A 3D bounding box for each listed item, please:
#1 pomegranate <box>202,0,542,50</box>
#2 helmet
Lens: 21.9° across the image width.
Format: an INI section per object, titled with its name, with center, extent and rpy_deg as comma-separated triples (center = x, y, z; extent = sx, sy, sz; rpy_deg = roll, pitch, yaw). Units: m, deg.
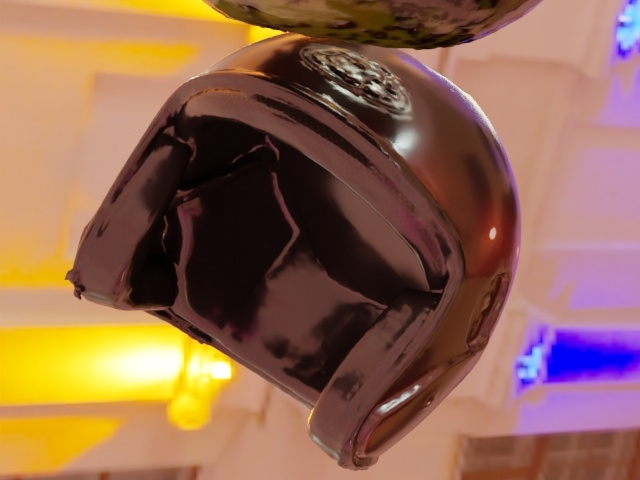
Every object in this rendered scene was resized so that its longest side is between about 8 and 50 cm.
[pomegranate]
center = 0.003, -0.195, 0.667
extent = 0.276, 0.222, 0.204
rpy_deg = 37, -40, 47
[helmet]
center = 0.000, 0.000, 0.802
extent = 0.189, 0.193, 0.216
rpy_deg = 32, -40, 21
